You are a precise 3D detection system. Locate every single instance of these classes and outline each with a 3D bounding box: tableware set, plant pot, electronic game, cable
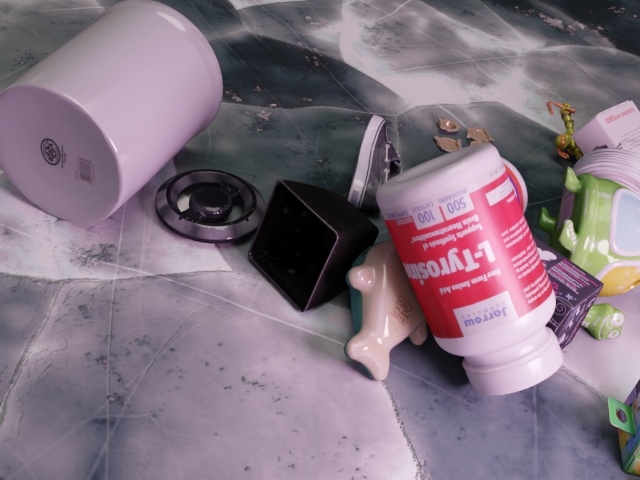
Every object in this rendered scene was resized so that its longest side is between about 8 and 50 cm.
[{"bbox_3d":[0.371,-0.265,2.289,0.168,0.020,0.141,9,39,-7],"label":"tableware set"},{"bbox_3d":[0.000,0.000,1.736,0.167,0.188,0.187,-11,44,-44],"label":"plant pot"},{"bbox_3d":[-0.228,-0.074,1.847,0.229,0.048,0.229,8,41,-7],"label":"electronic game"},{"bbox_3d":[0.669,-0.085,1.988,0.257,0.257,0.089,34,54,11],"label":"cable"}]

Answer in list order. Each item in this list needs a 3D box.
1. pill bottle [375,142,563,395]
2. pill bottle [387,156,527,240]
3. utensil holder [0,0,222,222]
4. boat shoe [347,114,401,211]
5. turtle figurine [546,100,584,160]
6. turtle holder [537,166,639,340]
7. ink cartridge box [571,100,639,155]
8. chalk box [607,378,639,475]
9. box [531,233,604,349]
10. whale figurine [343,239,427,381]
[{"bbox_3d":[0.274,0.054,1.570,0.229,0.229,0.408,-31,100,-42],"label":"pill bottle"},{"bbox_3d":[0.287,-0.055,1.881,0.181,0.181,0.323,36,43,25],"label":"pill bottle"},{"bbox_3d":[-0.429,-0.264,1.800,0.327,0.328,0.385,23,42,10],"label":"utensil holder"},{"bbox_3d":[0.135,-0.177,2.042,0.102,0.108,0.301,15,41,0],"label":"boat shoe"},{"bbox_3d":[0.693,-0.244,2.315,0.217,0.087,0.270,1,54,-24],"label":"turtle figurine"},{"bbox_3d":[0.582,0.017,1.838,0.227,0.243,0.320,15,38,0],"label":"turtle holder"},{"bbox_3d":[0.763,-0.212,2.215,0.172,0.100,0.237,-24,79,-38],"label":"ink cartridge box"},{"bbox_3d":[0.602,0.332,1.556,0.213,0.132,0.132,14,40,1],"label":"chalk box"},{"bbox_3d":[0.396,0.096,1.749,0.247,0.163,0.142,39,41,27],"label":"box"},{"bbox_3d":[0.108,0.129,1.657,0.216,0.141,0.272,42,55,-26],"label":"whale figurine"}]
